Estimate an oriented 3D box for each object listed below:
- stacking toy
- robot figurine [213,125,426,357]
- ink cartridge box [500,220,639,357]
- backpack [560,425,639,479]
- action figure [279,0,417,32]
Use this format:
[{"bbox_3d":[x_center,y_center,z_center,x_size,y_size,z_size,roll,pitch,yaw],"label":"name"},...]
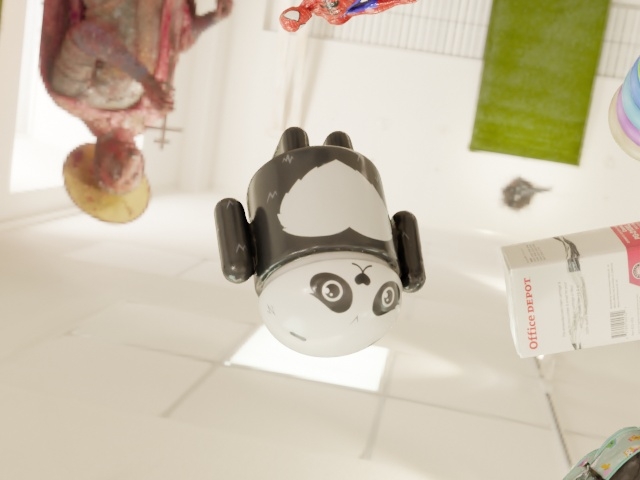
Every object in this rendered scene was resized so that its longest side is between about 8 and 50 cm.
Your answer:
[{"bbox_3d":[0.427,-0.206,0.979,0.141,0.141,0.330,11,166,14],"label":"stacking toy"},{"bbox_3d":[0.003,-0.001,0.995,0.209,0.278,0.173,-17,148,14],"label":"robot figurine"},{"bbox_3d":[0.425,0.082,1.381,0.237,0.172,0.100,-10,-157,6],"label":"ink cartridge box"},{"bbox_3d":[0.387,0.327,1.039,0.166,0.188,0.144,43,-172,0],"label":"backpack"},{"bbox_3d":[0.032,-0.126,0.384,0.115,0.038,0.030,-25,-137,15],"label":"action figure"}]
